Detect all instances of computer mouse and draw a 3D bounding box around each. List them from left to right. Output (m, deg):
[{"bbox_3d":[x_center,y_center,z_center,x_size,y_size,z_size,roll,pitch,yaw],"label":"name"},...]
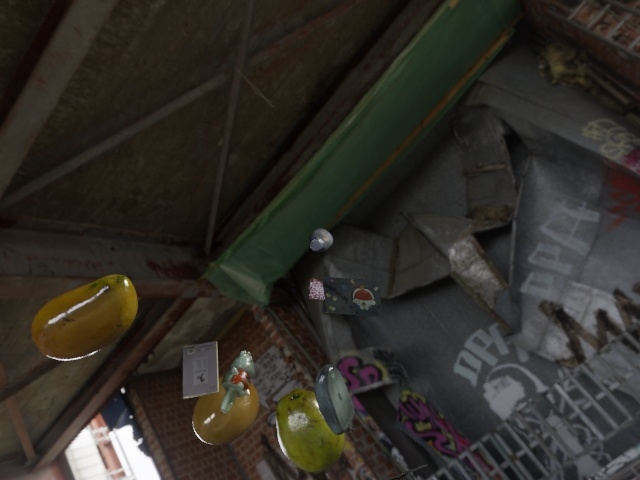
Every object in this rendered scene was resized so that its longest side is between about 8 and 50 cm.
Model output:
[{"bbox_3d":[0.034,0.456,1.440,0.068,0.229,0.113,-9,19,33],"label":"computer mouse"}]

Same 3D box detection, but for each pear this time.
[{"bbox_3d":[-0.041,0.707,1.884,0.253,0.307,0.253,-20,5,2],"label":"pear"}]

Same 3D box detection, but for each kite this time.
[{"bbox_3d":[0.232,0.815,1.715,0.286,0.015,0.152,-17,-25,-6],"label":"kite"}]

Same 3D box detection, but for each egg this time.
[{"bbox_3d":[-0.397,0.708,2.116,0.250,0.250,0.322,-54,-10,31],"label":"egg"}]

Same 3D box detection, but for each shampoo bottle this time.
[{"bbox_3d":[0.000,0.000,1.958,0.049,0.087,0.234,-49,-2,12],"label":"shampoo bottle"}]

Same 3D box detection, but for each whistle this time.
[{"bbox_3d":[-0.308,0.517,1.868,0.106,0.102,0.253,-31,25,40],"label":"whistle"}]

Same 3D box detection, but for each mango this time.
[{"bbox_3d":[-0.665,0.219,1.450,0.317,0.173,0.211,-33,-46,1],"label":"mango"}]

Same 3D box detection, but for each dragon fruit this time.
[{"bbox_3d":[0.012,0.229,2.292,0.131,0.097,0.063,6,-16,10],"label":"dragon fruit"}]

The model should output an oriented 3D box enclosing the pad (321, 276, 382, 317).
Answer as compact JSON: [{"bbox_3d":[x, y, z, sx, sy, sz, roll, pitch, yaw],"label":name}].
[{"bbox_3d":[0.126,0.229,2.027,0.006,0.246,0.170,-42,-51,-57],"label":"pad"}]

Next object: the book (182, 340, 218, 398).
[{"bbox_3d":[-0.417,0.447,1.751,0.127,0.181,0.014,-11,-27,4],"label":"book"}]
